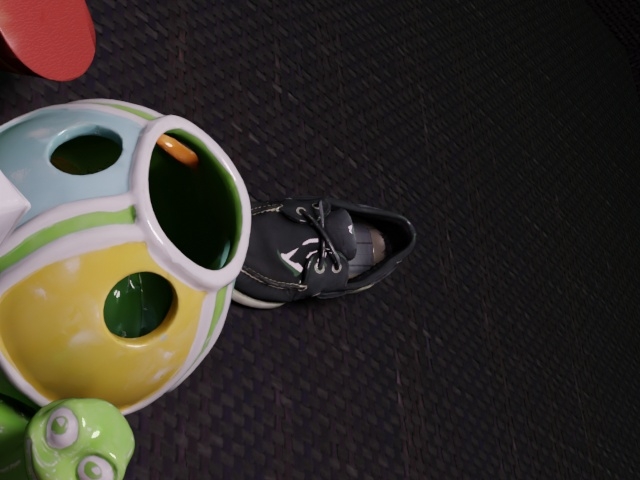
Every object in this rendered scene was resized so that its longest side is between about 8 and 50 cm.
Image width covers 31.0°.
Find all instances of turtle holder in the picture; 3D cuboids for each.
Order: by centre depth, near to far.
[{"bbox_3d":[-0.186,0.027,0.863,0.243,0.227,0.320,58,30,-13],"label":"turtle holder"}]

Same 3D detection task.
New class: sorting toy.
[{"bbox_3d":[-0.326,-0.125,0.879,0.365,0.126,0.127,-47,119,-53],"label":"sorting toy"}]

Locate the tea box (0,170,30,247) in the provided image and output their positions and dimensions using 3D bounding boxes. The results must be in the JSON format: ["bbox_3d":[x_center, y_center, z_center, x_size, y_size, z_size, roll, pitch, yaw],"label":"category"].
[{"bbox_3d":[-0.385,-0.046,0.532,0.329,0.220,0.323,50,29,12],"label":"tea box"}]

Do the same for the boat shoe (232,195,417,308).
[{"bbox_3d":[0.001,0.004,1.286,0.340,0.113,0.127,10,60,-55],"label":"boat shoe"}]
